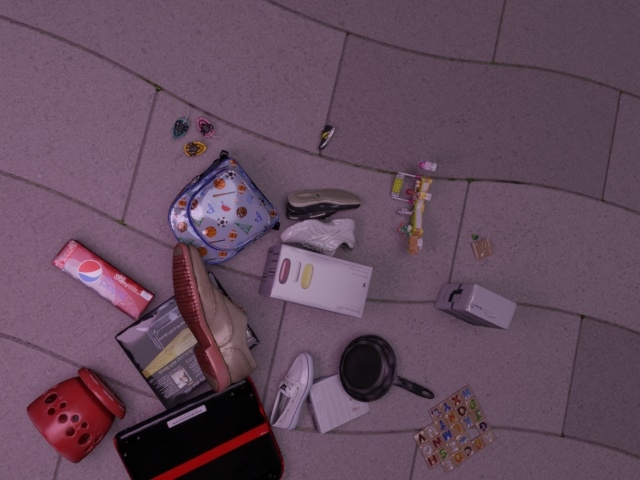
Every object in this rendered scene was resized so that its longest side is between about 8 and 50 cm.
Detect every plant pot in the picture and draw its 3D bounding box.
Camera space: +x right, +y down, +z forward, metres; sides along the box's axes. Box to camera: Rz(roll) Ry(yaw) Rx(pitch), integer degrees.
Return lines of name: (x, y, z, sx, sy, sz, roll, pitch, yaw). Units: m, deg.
plant pot: (-0.608, 0.430, 1.484, 0.174, 0.191, 0.191, -44, 98, -19)

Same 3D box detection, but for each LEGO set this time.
LEGO set: (0.267, -0.104, 1.775, 0.107, 0.132, 0.287, 12, 90, -5)

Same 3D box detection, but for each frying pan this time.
frying pan: (0.195, 0.380, 1.761, 0.326, 0.053, 0.198, 4, 85, -24)

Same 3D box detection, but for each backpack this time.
backpack: (-0.274, -0.066, 1.595, 0.263, 0.213, 0.277, -39, 99, -3)

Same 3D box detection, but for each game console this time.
game console: (-0.312, 0.584, 1.587, 0.386, 0.060, 0.342, -23, 102, -15)

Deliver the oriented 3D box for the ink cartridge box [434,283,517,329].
ink cartridge box: (0.460, 0.195, 1.757, 0.153, 0.208, 0.087, 25, 81, -12)

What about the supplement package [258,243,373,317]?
supplement package: (-0.019, 0.114, 1.641, 0.261, 0.204, 0.145, 14, 84, -14)

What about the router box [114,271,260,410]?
router box: (-0.359, 0.268, 1.608, 0.308, 0.081, 0.243, -34, 96, -14)

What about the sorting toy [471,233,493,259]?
sorting toy: (0.515, 0.015, 1.882, 0.062, 0.012, 0.083, -18, 95, -10)

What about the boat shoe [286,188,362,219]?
boat shoe: (0.010, -0.103, 1.739, 0.233, 0.084, 0.079, -5, 126, -21)

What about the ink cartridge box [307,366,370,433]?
ink cartridge box: (0.049, 0.465, 1.733, 0.179, 0.045, 0.146, -15, 90, -33)

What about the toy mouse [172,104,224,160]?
toy mouse: (-0.362, -0.311, 1.667, 0.160, 0.031, 0.143, -17, 91, -15)

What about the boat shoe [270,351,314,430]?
boat shoe: (-0.081, 0.425, 1.660, 0.075, 0.083, 0.227, 18, 82, -39)

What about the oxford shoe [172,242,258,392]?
oxford shoe: (-0.278, 0.185, 1.537, 0.146, 0.140, 0.397, -20, 99, -30)

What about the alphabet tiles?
alphabet tiles: (0.410, 0.595, 1.824, 0.237, 0.009, 0.198, -28, 94, -15)

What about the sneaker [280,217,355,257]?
sneaker: (0.000, 0.000, 1.702, 0.232, 0.090, 0.115, -6, 76, -14)

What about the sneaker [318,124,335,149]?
sneaker: (0.013, -0.310, 1.767, 0.035, 0.031, 0.083, 31, 75, 3)

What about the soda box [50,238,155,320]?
soda box: (-0.571, 0.104, 1.558, 0.263, 0.092, 0.083, 38, 79, -10)
